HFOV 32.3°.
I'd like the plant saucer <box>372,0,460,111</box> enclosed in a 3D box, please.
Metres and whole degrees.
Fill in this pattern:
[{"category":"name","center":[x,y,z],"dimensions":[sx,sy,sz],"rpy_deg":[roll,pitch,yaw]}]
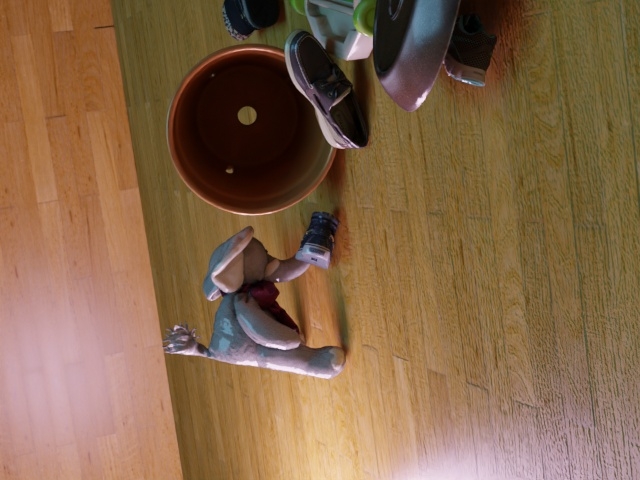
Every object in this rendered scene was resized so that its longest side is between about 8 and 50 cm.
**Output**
[{"category":"plant saucer","center":[0.119,-0.320,1.402],"dimensions":[0.310,0.050,0.310],"rpy_deg":[-172,90,-81]}]

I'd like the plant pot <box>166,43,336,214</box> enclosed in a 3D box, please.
[{"category":"plant pot","center":[-0.123,-0.206,1.945],"dimensions":[0.203,0.291,0.291],"rpy_deg":[-114,19,-75]}]

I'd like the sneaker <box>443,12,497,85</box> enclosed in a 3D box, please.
[{"category":"sneaker","center":[0.180,-0.262,1.425],"dimensions":[0.166,0.065,0.076],"rpy_deg":[54,127,50]}]

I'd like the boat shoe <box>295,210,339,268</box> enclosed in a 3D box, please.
[{"category":"boat shoe","center":[0.000,0.000,1.996],"dimensions":[0.183,0.065,0.083],"rpy_deg":[129,159,-81]}]

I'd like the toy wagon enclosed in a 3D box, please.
[{"category":"toy wagon","center":[0.030,-0.456,1.687],"dimensions":[0.267,0.068,0.344],"rpy_deg":[-143,47,-60]}]

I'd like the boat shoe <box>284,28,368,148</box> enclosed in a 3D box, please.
[{"category":"boat shoe","center":[0.019,-0.238,1.752],"dimensions":[0.073,0.080,0.223],"rpy_deg":[16,143,46]}]

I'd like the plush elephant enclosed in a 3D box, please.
[{"category":"plush elephant","center":[-0.122,0.105,2.099],"dimensions":[0.272,0.330,0.255],"rpy_deg":[-176,95,-76]}]

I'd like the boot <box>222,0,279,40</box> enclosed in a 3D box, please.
[{"category":"boot","center":[-0.149,-0.503,2.099],"dimensions":[0.178,0.085,0.236],"rpy_deg":[172,88,-71]}]
